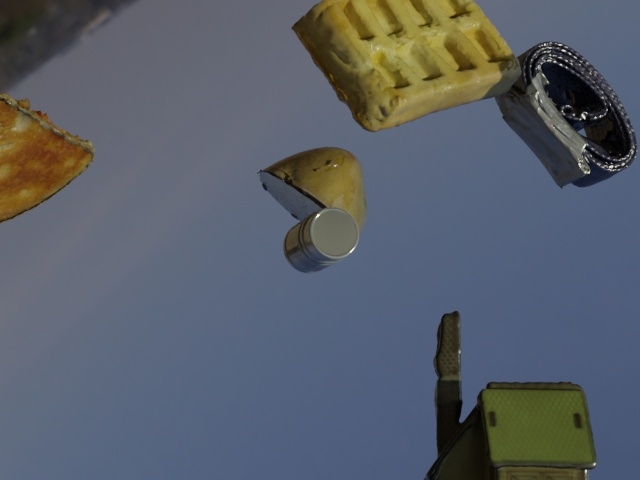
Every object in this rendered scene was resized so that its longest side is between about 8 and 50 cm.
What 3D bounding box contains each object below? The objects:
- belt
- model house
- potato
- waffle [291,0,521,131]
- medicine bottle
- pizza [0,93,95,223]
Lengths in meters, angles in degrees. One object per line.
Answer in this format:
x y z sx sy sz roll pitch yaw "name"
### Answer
0.360 -0.183 2.416 0.139 0.230 0.126 -44 -173 -25 "belt"
0.219 0.211 1.804 0.218 0.278 0.205 2 163 -1 "model house"
0.011 -0.083 2.426 0.117 0.182 0.202 -50 172 -10 "potato"
0.110 -0.227 1.906 0.274 0.168 0.057 -20 160 -43 "waffle"
0.000 0.000 1.729 0.058 0.058 0.091 -43 -175 -21 "medicine bottle"
-0.326 -0.101 1.625 0.201 0.193 0.053 -21 -131 -22 "pizza"
